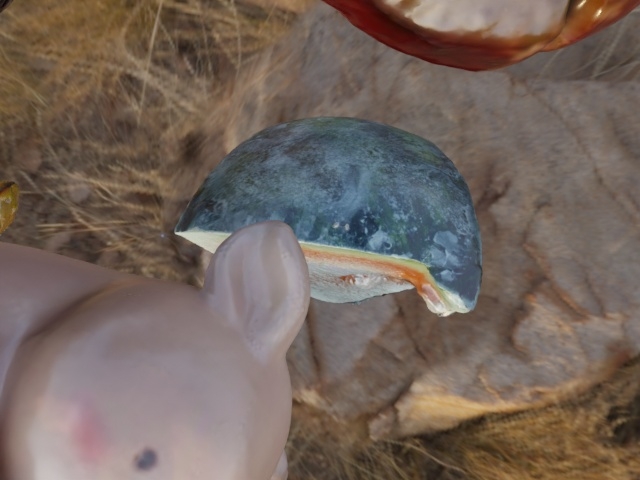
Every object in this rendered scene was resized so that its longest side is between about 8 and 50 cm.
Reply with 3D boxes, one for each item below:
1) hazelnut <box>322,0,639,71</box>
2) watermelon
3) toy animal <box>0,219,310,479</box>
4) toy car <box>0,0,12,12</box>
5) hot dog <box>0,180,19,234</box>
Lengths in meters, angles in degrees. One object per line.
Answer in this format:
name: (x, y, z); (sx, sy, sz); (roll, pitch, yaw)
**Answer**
hazelnut: (0.053, -0.162, 0.483); (0.203, 0.178, 0.178); (-11, 92, -22)
watermelon: (0.000, 0.000, 1.174); (0.289, 0.320, 0.214); (-10, 133, -22)
toy animal: (-0.149, 0.092, 0.614); (0.256, 0.213, 0.195); (15, 130, 6)
toy car: (-0.192, -0.288, 0.713); (0.340, 0.271, 0.241); (-9, 86, -10)
hot dog: (-0.389, 0.004, 1.135); (0.115, 0.269, 0.072); (11, 122, 26)
